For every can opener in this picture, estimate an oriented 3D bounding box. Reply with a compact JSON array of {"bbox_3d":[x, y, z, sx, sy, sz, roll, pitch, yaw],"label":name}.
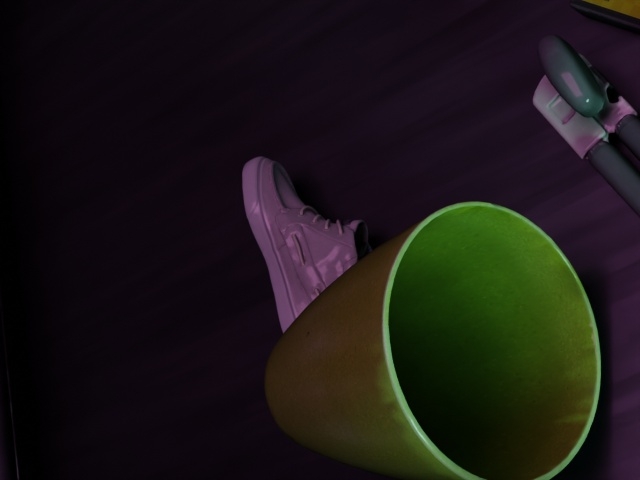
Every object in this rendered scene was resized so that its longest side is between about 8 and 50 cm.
[{"bbox_3d":[0.298,-0.093,1.632,0.074,0.093,0.280,-47,55,16],"label":"can opener"}]

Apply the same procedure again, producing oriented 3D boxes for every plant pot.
[{"bbox_3d":[0.080,0.129,1.638,0.293,0.274,0.275,-21,61,50],"label":"plant pot"}]

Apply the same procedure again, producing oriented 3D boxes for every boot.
[{"bbox_3d":[0.000,0.000,1.853,0.123,0.095,0.258,-28,66,23],"label":"boot"}]

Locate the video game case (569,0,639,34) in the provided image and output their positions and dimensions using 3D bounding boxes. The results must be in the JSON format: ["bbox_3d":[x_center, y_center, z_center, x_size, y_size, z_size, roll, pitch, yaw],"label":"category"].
[{"bbox_3d":[0.415,-0.309,1.644,0.275,0.035,0.248,28,93,42],"label":"video game case"}]
